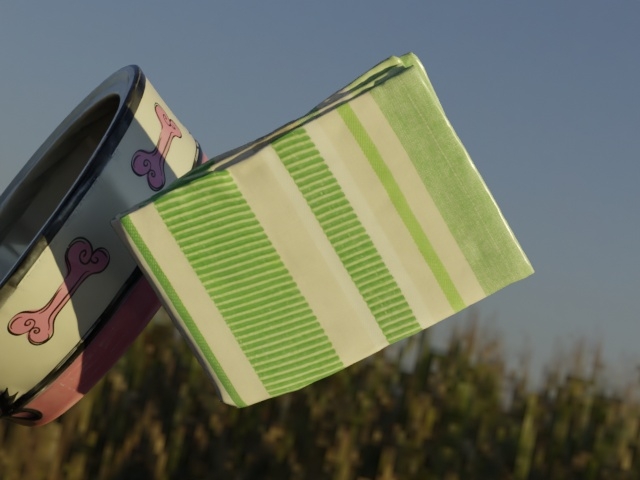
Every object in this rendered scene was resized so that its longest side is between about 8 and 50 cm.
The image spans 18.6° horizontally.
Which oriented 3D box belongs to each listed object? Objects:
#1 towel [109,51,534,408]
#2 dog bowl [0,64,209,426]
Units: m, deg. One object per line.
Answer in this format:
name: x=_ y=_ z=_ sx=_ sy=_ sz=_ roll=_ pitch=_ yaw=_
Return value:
towel: x=0.000 y=0.000 z=1.829 sx=0.325 sy=0.248 sz=0.038 roll=-28 pitch=16 yaw=8
dog bowl: x=-0.265 y=0.019 z=2.057 sx=0.150 sy=0.408 sz=0.408 roll=38 pitch=-14 yaw=-15
